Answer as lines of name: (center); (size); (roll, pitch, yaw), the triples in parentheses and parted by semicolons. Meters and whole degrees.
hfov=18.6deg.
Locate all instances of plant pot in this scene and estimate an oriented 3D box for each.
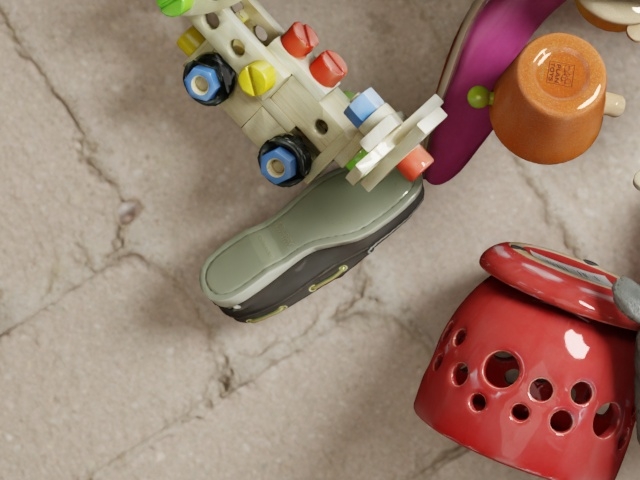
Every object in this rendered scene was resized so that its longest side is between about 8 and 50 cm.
plant pot: (0.197, 0.104, 1.715); (0.191, 0.191, 0.174); (21, 100, 7)

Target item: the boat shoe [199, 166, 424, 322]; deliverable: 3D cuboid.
boat shoe: (0.000, 0.000, 1.799); (0.228, 0.068, 0.081); (-29, 52, 9)

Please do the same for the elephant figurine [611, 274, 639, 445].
elephant figurine: (0.382, 0.108, 1.655); (0.169, 0.239, 0.186); (26, 127, 44)

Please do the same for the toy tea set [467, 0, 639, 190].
toy tea set: (0.292, -0.089, 1.608); (0.336, 0.124, 0.200); (42, 75, 10)

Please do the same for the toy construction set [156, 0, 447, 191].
toy construction set: (-0.016, -0.169, 1.718); (0.215, 0.151, 0.327); (-44, 74, 32)

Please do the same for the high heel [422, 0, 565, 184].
high heel: (0.225, -0.194, 1.698); (0.181, 0.127, 0.377); (24, 107, -1)
